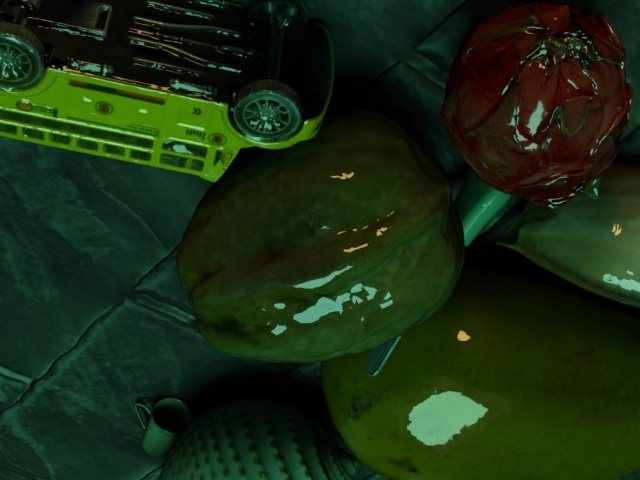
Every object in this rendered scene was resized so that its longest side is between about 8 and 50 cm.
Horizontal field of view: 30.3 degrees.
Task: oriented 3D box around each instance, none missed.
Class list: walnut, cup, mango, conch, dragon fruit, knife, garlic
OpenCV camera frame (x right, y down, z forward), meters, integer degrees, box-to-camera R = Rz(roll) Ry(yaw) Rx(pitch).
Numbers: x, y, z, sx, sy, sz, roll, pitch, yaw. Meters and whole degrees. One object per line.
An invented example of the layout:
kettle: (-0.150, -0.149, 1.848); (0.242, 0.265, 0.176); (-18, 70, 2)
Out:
walnut: (0.000, 0.000, 1.140); (0.283, 0.283, 0.227); (-20, 108, 24)
cup: (-0.221, 0.254, 1.603); (0.075, 0.054, 0.083); (14, 141, -15)
mango: (0.220, 0.168, 1.349); (0.446, 0.232, 0.300); (5, 135, -11)
conch: (-0.091, 0.325, 1.566); (0.319, 0.215, 0.303); (0, 150, 28)
dragon fruit: (0.193, -0.124, 1.048); (0.172, 0.172, 0.209); (-4, 140, 8)
knife: (0.112, 0.023, 1.218); (0.034, 0.063, 0.260); (33, 94, -39)
garlic: (0.365, 0.022, 1.266); (0.338, 0.151, 0.196); (22, 164, -32)

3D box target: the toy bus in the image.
toy bus: (-0.159, -0.148, 1.056); (0.330, 0.144, 0.152); (11, 138, -8)
